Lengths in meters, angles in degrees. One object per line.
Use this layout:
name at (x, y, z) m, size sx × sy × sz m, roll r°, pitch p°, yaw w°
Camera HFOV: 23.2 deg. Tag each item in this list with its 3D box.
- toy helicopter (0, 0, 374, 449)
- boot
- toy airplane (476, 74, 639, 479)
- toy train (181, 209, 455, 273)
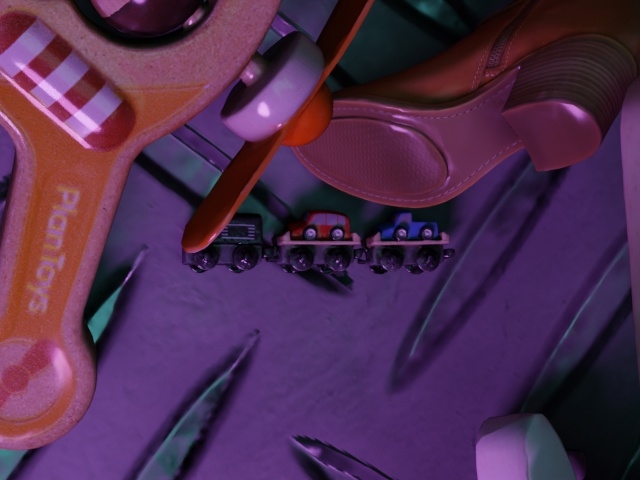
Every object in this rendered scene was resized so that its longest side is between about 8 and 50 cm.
toy helicopter at (-0.103, -0.057, 0.789) m, size 0.235 × 0.140 × 0.355 m, roll 12°, pitch 104°, yaw -17°
boot at (0.089, -0.094, 0.857) m, size 0.152 × 0.197 × 0.073 m, roll -61°, pitch 138°, yaw -41°
toy airplane at (0.200, 0.165, 0.730) m, size 0.272 × 0.384 × 0.386 m, roll -6°, pitch 128°, yaw 12°
toy train at (0.000, 0.000, 0.872) m, size 0.158 × 0.027 × 0.036 m, roll 1°, pitch 84°, yaw -17°
